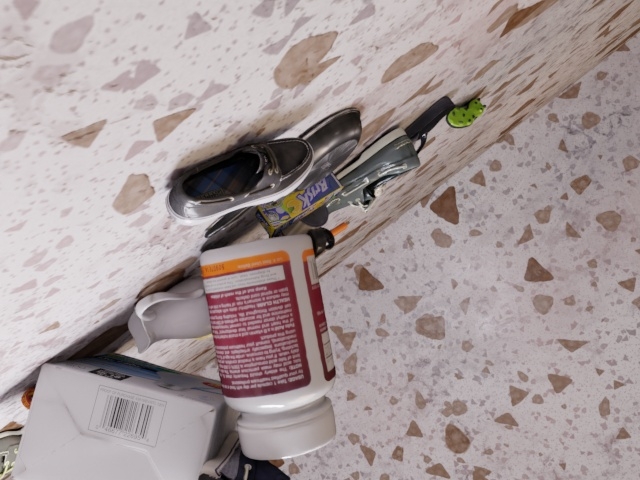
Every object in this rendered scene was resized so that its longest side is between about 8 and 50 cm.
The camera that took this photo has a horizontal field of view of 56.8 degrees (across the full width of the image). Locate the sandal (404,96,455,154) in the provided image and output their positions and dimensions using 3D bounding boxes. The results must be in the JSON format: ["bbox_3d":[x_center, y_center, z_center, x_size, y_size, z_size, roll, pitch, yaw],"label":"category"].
[{"bbox_3d":[0.214,-0.229,1.377,0.254,0.055,0.097,-42,170,38],"label":"sandal"}]

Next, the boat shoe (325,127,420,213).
[{"bbox_3d":[0.084,-0.116,1.321,0.319,0.099,0.116,-39,174,25],"label":"boat shoe"}]

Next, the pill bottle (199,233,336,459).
[{"bbox_3d":[-0.094,0.197,1.146,0.223,0.393,0.224,-10,179,0],"label":"pill bottle"}]

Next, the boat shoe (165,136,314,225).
[{"bbox_3d":[-0.095,-0.092,0.777,0.228,0.080,0.076,-23,169,-28],"label":"boat shoe"}]

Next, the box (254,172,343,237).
[{"bbox_3d":[-0.041,-0.077,1.144,0.168,0.059,0.054,-33,173,-22],"label":"box"}]

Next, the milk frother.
[{"bbox_3d":[-0.017,-0.032,1.295,0.143,0.129,0.135,-38,177,-39],"label":"milk frother"}]

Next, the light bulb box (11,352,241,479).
[{"bbox_3d":[-0.374,0.397,1.264,0.361,0.357,0.226,76,27,-83],"label":"light bulb box"}]

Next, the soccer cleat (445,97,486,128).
[{"bbox_3d":[0.365,-0.315,1.522,0.178,0.060,0.072,-33,174,-44],"label":"soccer cleat"}]

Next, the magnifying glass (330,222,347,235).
[{"bbox_3d":[0.000,0.000,1.971,0.230,0.026,0.092,-30,170,-30],"label":"magnifying glass"}]

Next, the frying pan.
[{"bbox_3d":[-0.053,-0.107,0.980,0.326,0.053,0.197,-37,172,-14],"label":"frying pan"}]

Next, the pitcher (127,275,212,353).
[{"bbox_3d":[-0.279,0.137,1.208,0.207,0.126,0.178,-18,158,-28],"label":"pitcher"}]

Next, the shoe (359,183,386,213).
[{"bbox_3d":[0.150,-0.140,1.625,0.076,0.058,0.219,-32,172,-28],"label":"shoe"}]

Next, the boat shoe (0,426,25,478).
[{"bbox_3d":[-0.782,0.534,1.461,0.109,0.091,0.305,-35,173,-5],"label":"boat shoe"}]

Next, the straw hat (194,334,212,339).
[{"bbox_3d":[-0.329,0.226,1.722,0.144,0.061,0.144,-27,155,-14],"label":"straw hat"}]

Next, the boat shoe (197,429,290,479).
[{"bbox_3d":[-0.134,0.474,1.169,0.340,0.158,0.127,33,70,-85],"label":"boat shoe"}]

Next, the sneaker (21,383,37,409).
[{"bbox_3d":[-0.586,0.339,1.265,0.067,0.064,0.175,-26,170,3],"label":"sneaker"}]
